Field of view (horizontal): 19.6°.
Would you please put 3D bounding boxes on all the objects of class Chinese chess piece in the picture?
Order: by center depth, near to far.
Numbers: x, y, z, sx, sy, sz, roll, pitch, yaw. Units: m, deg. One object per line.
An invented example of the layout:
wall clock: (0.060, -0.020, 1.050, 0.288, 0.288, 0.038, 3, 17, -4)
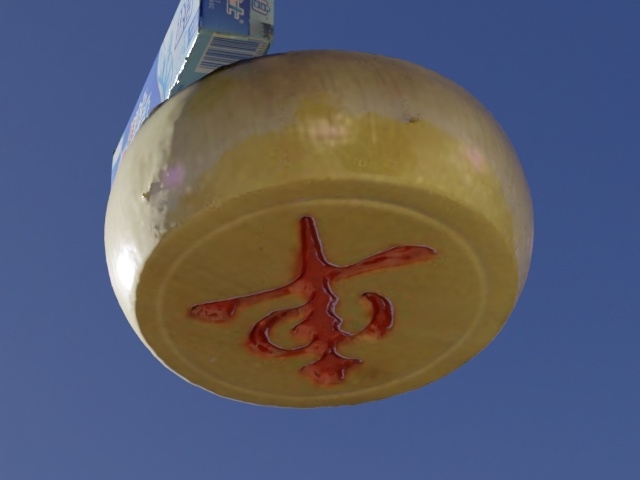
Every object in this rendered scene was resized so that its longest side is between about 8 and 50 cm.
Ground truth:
Chinese chess piece: (0.000, 0.000, 1.083, 0.250, 0.097, 0.251, -3, -38, -3)

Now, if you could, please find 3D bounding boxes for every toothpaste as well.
toothpaste: (-0.090, -0.091, 1.230, 0.053, 0.066, 0.272, 6, -27, -16)
